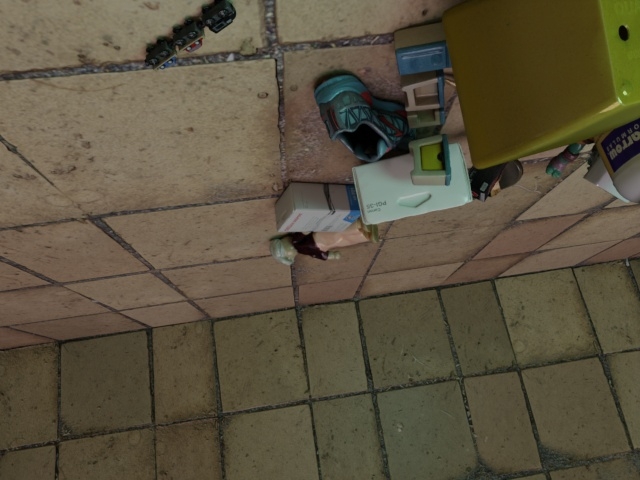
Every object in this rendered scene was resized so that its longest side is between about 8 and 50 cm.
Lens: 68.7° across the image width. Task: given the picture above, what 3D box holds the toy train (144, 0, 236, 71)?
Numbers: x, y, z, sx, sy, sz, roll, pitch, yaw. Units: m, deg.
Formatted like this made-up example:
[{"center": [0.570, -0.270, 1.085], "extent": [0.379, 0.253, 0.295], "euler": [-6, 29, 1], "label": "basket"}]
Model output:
[{"center": [-0.177, -0.273, 0.630], "extent": [0.158, 0.027, 0.036], "euler": [-19, 170, 27], "label": "toy train"}]

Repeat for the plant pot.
[{"center": [0.309, -0.221, 0.571], "extent": [0.212, 0.212, 0.187], "euler": [-17, -172, -21], "label": "plant pot"}]

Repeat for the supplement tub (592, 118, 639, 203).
[{"center": [0.520, -0.198, 0.674], "extent": [0.241, 0.331, 0.241], "euler": [-12, 162, -4], "label": "supplement tub"}]

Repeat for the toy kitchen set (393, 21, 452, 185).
[{"center": [0.193, -0.204, 0.741], "extent": [0.122, 0.166, 0.207], "euler": [-5, 159, 15], "label": "toy kitchen set"}]

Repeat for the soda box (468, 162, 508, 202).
[{"center": [0.364, -0.169, 0.986], "extent": [0.053, 0.169, 0.060], "euler": [31, 177, 23], "label": "soda box"}]

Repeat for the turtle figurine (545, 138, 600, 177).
[{"center": [0.533, -0.218, 0.952], "extent": [0.118, 0.175, 0.234], "euler": [-23, 174, -16], "label": "turtle figurine"}]

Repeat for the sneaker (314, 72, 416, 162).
[{"center": [0.088, -0.189, 0.844], "extent": [0.104, 0.125, 0.262], "euler": [-24, 156, 39], "label": "sneaker"}]

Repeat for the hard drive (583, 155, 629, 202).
[{"center": [0.639, -0.222, 0.876], "extent": [0.203, 0.040, 0.307], "euler": [9, 120, -43], "label": "hard drive"}]

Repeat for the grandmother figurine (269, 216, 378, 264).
[{"center": [0.000, 0.000, 1.427], "extent": [0.342, 0.104, 0.208], "euler": [-14, 134, 22], "label": "grandmother figurine"}]

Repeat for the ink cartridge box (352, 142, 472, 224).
[{"center": [0.188, -0.114, 0.986], "extent": [0.207, 0.117, 0.283], "euler": [-12, -177, 10], "label": "ink cartridge box"}]

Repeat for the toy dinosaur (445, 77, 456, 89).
[{"center": [0.286, -0.264, 0.832], "extent": [0.183, 0.053, 0.092], "euler": [7, 157, -40], "label": "toy dinosaur"}]

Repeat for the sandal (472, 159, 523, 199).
[{"center": [0.418, -0.144, 1.192], "extent": [0.090, 0.060, 0.219], "euler": [42, 148, -14], "label": "sandal"}]

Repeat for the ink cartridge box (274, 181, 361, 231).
[{"center": [-0.005, -0.080, 1.192], "extent": [0.190, 0.082, 0.139], "euler": [1, 159, -24], "label": "ink cartridge box"}]
